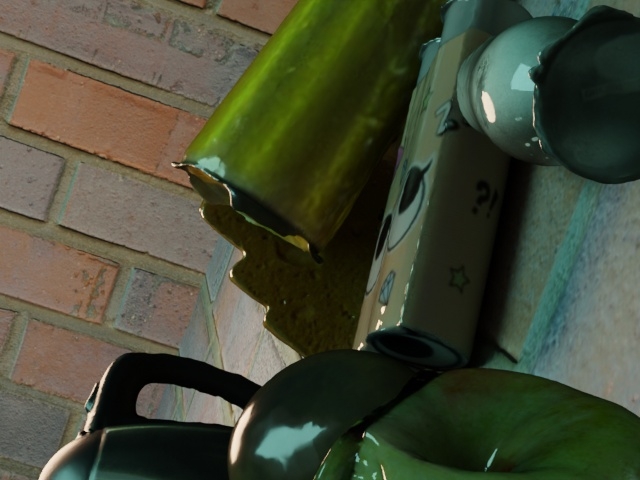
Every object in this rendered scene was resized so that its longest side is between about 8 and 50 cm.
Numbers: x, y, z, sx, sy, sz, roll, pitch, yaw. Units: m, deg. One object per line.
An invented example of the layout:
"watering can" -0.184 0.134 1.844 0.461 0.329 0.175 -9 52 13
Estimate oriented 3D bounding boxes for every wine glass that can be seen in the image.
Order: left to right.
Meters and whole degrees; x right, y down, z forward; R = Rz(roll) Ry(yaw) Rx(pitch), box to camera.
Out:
"wine glass" 0.149 -0.095 0.815 0.222 0.103 0.103 -136 65 -78

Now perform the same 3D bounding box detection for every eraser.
"eraser" 0.097 -0.037 1.021 0.171 0.087 0.290 123 164 -68

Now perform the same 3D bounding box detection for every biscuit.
"biscuit" -0.005 0.014 1.254 0.041 0.212 0.238 141 121 -82

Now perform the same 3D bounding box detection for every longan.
"longan" 0.016 0.160 0.931 0.187 0.167 0.167 -20 49 50

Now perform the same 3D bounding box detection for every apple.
"apple" 0.078 0.161 0.556 0.207 0.174 0.188 -118 27 -73

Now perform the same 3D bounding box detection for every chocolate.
"chocolate" 0.055 -0.196 1.175 0.445 0.162 0.162 -55 9 -7

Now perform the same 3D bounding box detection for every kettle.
"kettle" -0.115 0.233 1.148 0.207 0.271 0.250 155 132 -76

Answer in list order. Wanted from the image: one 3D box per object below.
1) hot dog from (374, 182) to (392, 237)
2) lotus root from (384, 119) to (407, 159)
"hot dog" 0.077 0.006 1.150 0.188 0.055 0.072 -81 16 -48
"lotus root" 0.057 -0.101 1.377 0.183 0.077 0.090 143 138 -77
